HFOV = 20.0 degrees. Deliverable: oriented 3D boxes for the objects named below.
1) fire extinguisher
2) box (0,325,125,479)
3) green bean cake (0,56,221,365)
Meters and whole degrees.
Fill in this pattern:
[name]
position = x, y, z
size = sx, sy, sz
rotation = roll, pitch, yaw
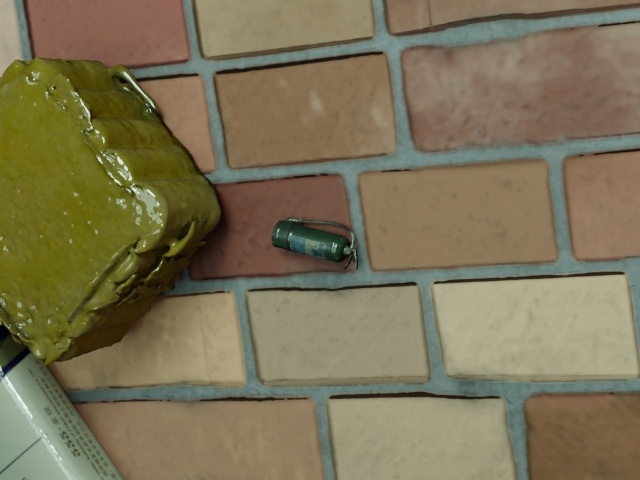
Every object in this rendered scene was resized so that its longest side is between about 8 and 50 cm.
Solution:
[fire extinguisher]
position = 0.000, 0.000, 1.589
size = 0.083, 0.025, 0.038
rotation = 15, 84, 26
[box]
position = -0.314, 0.193, 1.774
size = 0.168, 0.071, 0.259
rotation = -41, 81, 30
[green bean cake]
position = -0.223, -0.030, 1.645
size = 0.230, 0.131, 0.224
rotation = 49, 116, 15
